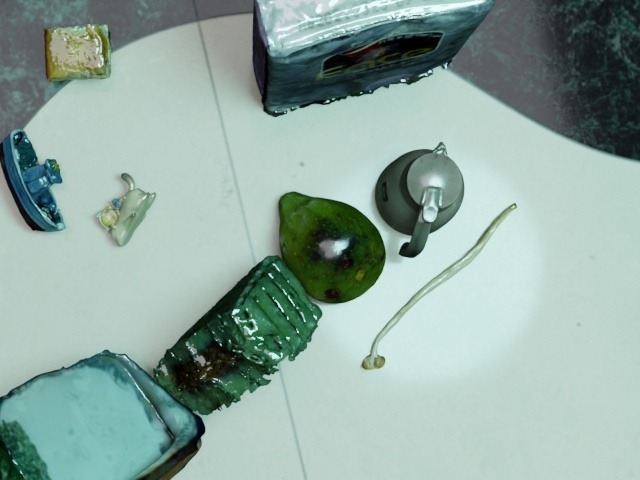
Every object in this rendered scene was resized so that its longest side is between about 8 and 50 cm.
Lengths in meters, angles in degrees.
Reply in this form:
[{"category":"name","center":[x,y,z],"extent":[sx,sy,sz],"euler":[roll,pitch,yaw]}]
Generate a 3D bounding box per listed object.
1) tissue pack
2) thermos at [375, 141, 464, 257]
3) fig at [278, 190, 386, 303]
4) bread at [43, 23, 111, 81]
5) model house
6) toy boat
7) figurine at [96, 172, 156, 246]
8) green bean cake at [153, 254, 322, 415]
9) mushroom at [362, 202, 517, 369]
[{"category":"tissue pack","center":[0.046,-0.251,1.711],"extent":[0.259,0.361,0.122],"euler":[-16,87,-5]},{"category":"thermos","center":[0.124,-0.047,1.786],"extent":[0.105,0.193,0.137],"euler":[15,86,-3]},{"category":"fig","center":[0.000,0.000,1.831],"extent":[0.123,0.123,0.156],"euler":[-44,52,-5]},{"category":"bread","center":[-0.302,-0.233,1.836],"extent":[0.083,0.076,0.070],"euler":[-3,98,-4]},{"category":"model house","center":[-0.308,0.303,1.729],"extent":[0.184,0.253,0.291],"euler":[39,123,12]},{"category":"toy boat","center":[-0.351,-0.073,1.826],"extent":[0.061,0.060,0.137],"euler":[-21,84,17]},{"category":"figurine","center":[-0.245,-0.038,1.843],"extent":[0.051,0.047,0.083],"euler":[33,92,14]},{"category":"green bean cake","center":[-0.108,0.131,1.742],"extent":[0.208,0.193,0.107],"euler":[-39,98,22]},{"category":"mushroom","center":[0.149,0.054,1.868],"extent":[0.028,0.026,0.286],"euler":[43,83,-16]}]
